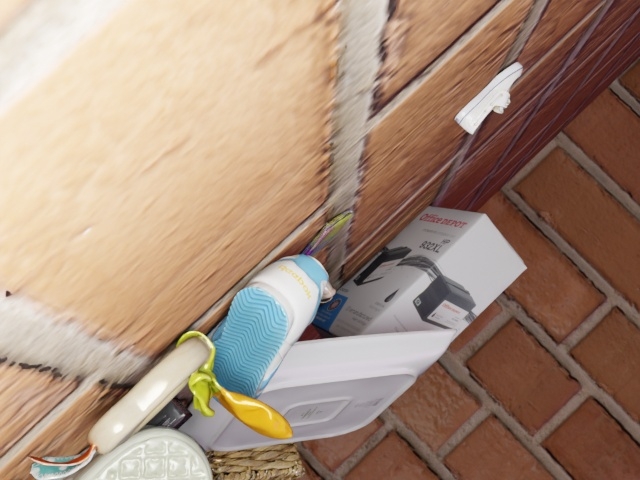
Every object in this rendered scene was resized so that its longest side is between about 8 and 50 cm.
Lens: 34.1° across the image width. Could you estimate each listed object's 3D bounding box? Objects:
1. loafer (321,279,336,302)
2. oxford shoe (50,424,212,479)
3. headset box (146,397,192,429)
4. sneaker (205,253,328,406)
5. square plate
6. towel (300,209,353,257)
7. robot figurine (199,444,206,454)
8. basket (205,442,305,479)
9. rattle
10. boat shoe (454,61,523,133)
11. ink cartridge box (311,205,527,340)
[{"bbox_3d":[-0.001,0.071,1.413,0.045,0.039,0.125,-43,173,-9],"label":"loafer"},{"bbox_3d":[-0.293,0.352,1.028,0.449,0.169,0.130,-43,-165,-12],"label":"oxford shoe"},{"bbox_3d":[-0.191,0.221,1.260,0.062,0.032,0.083,-43,174,-7],"label":"headset box"},{"bbox_3d":[-0.062,0.099,1.063,0.092,0.087,0.228,-40,174,-41],"label":"sneaker"},{"bbox_3d":[-0.017,0.227,1.503,0.344,0.049,0.347,-3,152,-24],"label":"square plate"},{"bbox_3d":[0.000,0.000,1.138,0.083,0.009,0.060,-48,172,37],"label":"towel"},{"bbox_3d":[-0.279,0.374,1.446,0.291,0.085,0.211,-48,172,32],"label":"robot figurine"},{"bbox_3d":[-0.190,0.353,1.781,0.213,0.223,0.299,-1,150,-27],"label":"basket"},{"bbox_3d":[-0.144,0.186,0.935,0.130,0.142,0.200,-26,-168,40],"label":"rattle"},{"bbox_3d":[0.202,-0.163,1.210,0.100,0.035,0.035,-43,173,-2],"label":"boat shoe"},{"bbox_3d":[0.157,0.090,1.755,0.307,0.129,0.223,-43,-163,-11],"label":"ink cartridge box"}]
